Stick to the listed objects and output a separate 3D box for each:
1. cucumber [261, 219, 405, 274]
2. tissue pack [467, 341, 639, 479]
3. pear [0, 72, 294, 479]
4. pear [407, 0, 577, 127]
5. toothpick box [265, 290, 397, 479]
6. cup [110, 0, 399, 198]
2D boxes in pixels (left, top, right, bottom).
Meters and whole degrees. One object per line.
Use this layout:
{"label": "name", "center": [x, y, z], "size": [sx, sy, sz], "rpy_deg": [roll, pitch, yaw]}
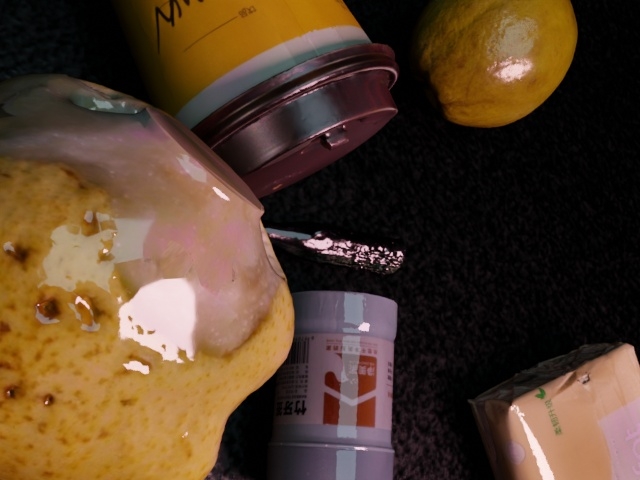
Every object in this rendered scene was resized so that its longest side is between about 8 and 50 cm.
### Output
{"label": "cucumber", "center": [0.000, 0.000, 0.750], "size": [0.163, 0.039, 0.043], "rpy_deg": [9, 53, -31]}
{"label": "tissue pack", "center": [0.251, 0.225, 0.817], "size": [0.186, 0.090, 0.222], "rpy_deg": [-16, 87, -30]}
{"label": "pear", "center": [-0.148, 0.037, 0.529], "size": [0.271, 0.271, 0.271], "rpy_deg": [7, 75, -29]}
{"label": "pear", "center": [0.161, -0.185, 0.829], "size": [0.162, 0.149, 0.149], "rpy_deg": [-34, 97, -14]}
{"label": "toothpick box", "center": [0.010, 0.124, 0.689], "size": [0.101, 0.101, 0.153], "rpy_deg": [11, 73, -29]}
{"label": "cup", "center": [-0.073, -0.173, 0.669], "size": [0.196, 0.196, 0.279], "rpy_deg": [-26, 84, -33]}
